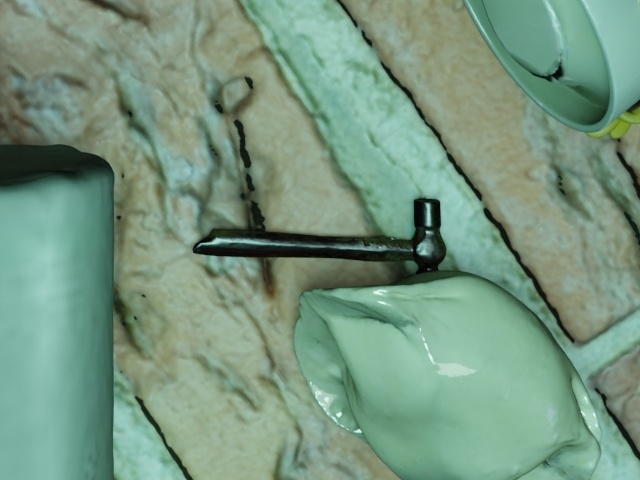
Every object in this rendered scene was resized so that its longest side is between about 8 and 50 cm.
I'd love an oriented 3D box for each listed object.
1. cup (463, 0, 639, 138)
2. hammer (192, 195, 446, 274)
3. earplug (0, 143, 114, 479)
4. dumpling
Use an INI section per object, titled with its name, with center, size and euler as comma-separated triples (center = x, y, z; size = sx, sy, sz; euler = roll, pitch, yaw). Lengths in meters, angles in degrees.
[cup]
center = 0.219, -0.182, 1.186
size = 0.226, 0.185, 0.241
euler = -34, 136, -11
[hammer]
center = 0.000, 0.000, 1.227
size = 0.178, 0.021, 0.065
euler = 2, 96, -9
[earplug]
center = -0.274, 0.147, 1.038
size = 0.313, 0.312, 0.394
euler = -2, 97, -11
[dumpling]
center = 0.085, 0.100, 1.200
size = 0.250, 0.162, 0.132
euler = 38, 52, -24
